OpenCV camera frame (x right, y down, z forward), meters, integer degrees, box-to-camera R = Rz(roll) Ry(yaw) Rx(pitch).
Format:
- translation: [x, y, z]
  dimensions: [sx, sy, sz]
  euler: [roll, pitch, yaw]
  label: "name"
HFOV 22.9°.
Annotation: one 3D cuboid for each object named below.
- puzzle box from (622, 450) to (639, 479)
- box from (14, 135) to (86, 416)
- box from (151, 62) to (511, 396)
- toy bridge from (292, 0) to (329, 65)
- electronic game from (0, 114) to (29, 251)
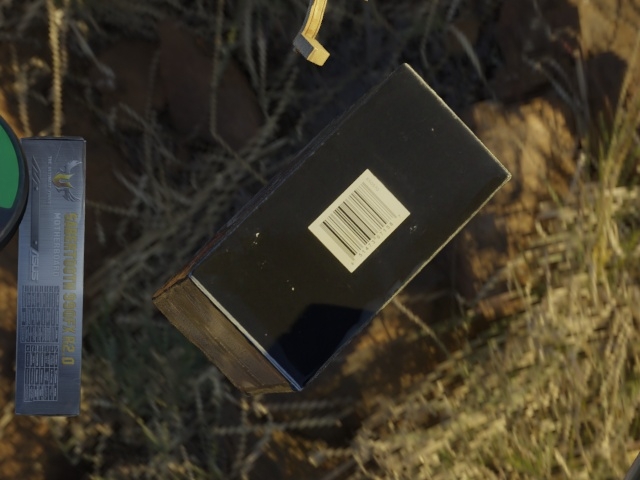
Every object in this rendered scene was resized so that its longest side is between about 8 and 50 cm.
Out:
- translation: [0.298, 0.316, 1.278]
  dimensions: [0.052, 0.409, 0.272]
  euler: [-4, 56, -10]
  label: "puzzle box"
- translation: [-0.233, 0.024, 1.366]
  dimensions: [0.056, 0.183, 0.231]
  euler: [1, 93, -10]
  label: "box"
- translation: [0.000, 0.000, 1.818]
  dimensions: [0.179, 0.312, 0.343]
  euler: [46, 75, -4]
  label: "box"
- translation: [0.028, -0.262, 1.569]
  dimensions: [0.188, 0.026, 0.063]
  euler: [-52, 51, 18]
  label: "toy bridge"
- translation: [-0.321, -0.044, 1.113]
  dimensions: [0.229, 0.048, 0.229]
  euler: [7, 45, -7]
  label: "electronic game"
